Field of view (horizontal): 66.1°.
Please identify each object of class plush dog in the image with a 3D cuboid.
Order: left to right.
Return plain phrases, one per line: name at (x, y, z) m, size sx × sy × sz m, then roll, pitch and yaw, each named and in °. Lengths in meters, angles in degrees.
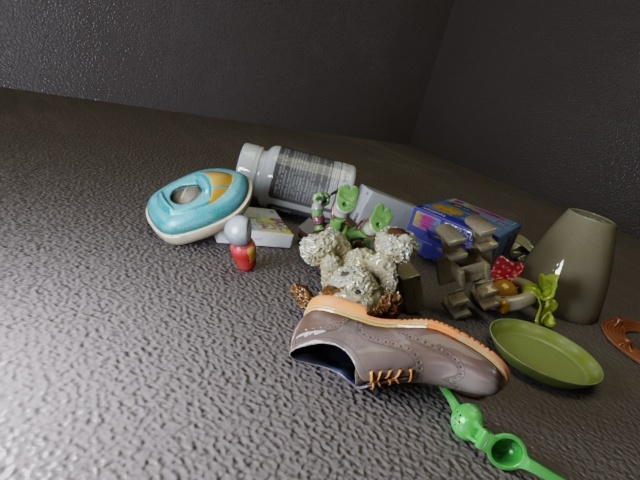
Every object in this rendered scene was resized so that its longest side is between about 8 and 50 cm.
plush dog at (0.069, 0.102, 1.021) m, size 0.262 × 0.211 × 0.225 m, roll 1°, pitch 31°, yaw 24°

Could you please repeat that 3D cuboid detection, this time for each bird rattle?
bird rattle at (0.499, 0.123, 1.302) m, size 0.206 × 0.143 × 0.253 m, roll -12°, pitch 26°, yaw -20°

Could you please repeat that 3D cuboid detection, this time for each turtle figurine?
turtle figurine at (0.080, -0.062, 1.212) m, size 0.274 × 0.198 × 0.266 m, roll -25°, pitch -7°, yaw -22°

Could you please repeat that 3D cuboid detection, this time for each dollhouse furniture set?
dollhouse furniture set at (0.290, 0.062, 1.188) m, size 0.242 × 0.212 × 0.161 m, roll -16°, pitch 27°, yaw -5°

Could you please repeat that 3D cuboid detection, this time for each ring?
ring at (0.915, 0.290, 1.281) m, size 0.336 × 0.032 × 0.337 m, roll 13°, pitch 21°, yaw -5°

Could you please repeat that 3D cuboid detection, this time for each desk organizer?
desk organizer at (0.000, 0.000, 1.362) m, size 0.130 × 0.050 × 0.047 m, roll 38°, pitch 60°, yaw 16°

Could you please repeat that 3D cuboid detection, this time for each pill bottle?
pill bottle at (-0.083, -0.185, 1.570) m, size 0.360 × 0.204 × 0.204 m, roll 14°, pitch 20°, yaw -4°

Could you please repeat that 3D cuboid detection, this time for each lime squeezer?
lime squeezer at (0.270, 0.309, 0.764) m, size 0.310 × 0.059 × 0.110 m, roll 32°, pitch -4°, yaw 42°

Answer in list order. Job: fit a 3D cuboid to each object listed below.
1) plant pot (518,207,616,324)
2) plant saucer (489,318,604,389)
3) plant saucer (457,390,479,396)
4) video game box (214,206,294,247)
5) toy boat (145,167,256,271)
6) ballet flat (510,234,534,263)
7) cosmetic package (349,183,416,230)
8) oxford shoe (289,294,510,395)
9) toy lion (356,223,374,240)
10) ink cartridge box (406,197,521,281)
plant pot at (0.720, 0.055, 1.409) m, size 0.256 × 0.274 × 0.256 m, roll 13°, pitch 19°, yaw -5°
plant saucer at (0.481, 0.249, 1.069) m, size 0.240 × 0.037 × 0.241 m, roll 13°, pitch 20°, yaw -5°
plant saucer at (0.270, 0.263, 0.914) m, size 0.083 × 0.013 × 0.083 m, roll 13°, pitch 19°, yaw -5°
video game box at (-0.198, -0.043, 1.343) m, size 0.205 × 0.048 × 0.187 m, roll 5°, pitch 21°, yaw -25°
toy boat at (-0.248, -0.067, 1.150) m, size 0.267 × 0.148 × 0.318 m, roll -32°, pitch 55°, yaw -23°
ballet flat at (0.712, 0.050, 1.712) m, size 0.086 × 0.086 × 0.248 m, roll 9°, pitch 22°, yaw -15°
cosmetic package at (0.212, -0.090, 1.602) m, size 0.231 × 0.117 × 0.085 m, roll 19°, pitch 15°, yaw -31°
oxford shoe at (0.121, 0.206, 0.822) m, size 0.363 × 0.130 × 0.133 m, roll 11°, pitch 40°, yaw 22°
toy lion at (0.151, -0.018, 1.553) m, size 0.096 × 0.034 × 0.100 m, roll 23°, pitch 20°, yaw 1°
ink cartridge box at (0.447, -0.011, 1.579) m, size 0.270 × 0.151 × 0.395 m, roll 26°, pitch 24°, yaw 28°
